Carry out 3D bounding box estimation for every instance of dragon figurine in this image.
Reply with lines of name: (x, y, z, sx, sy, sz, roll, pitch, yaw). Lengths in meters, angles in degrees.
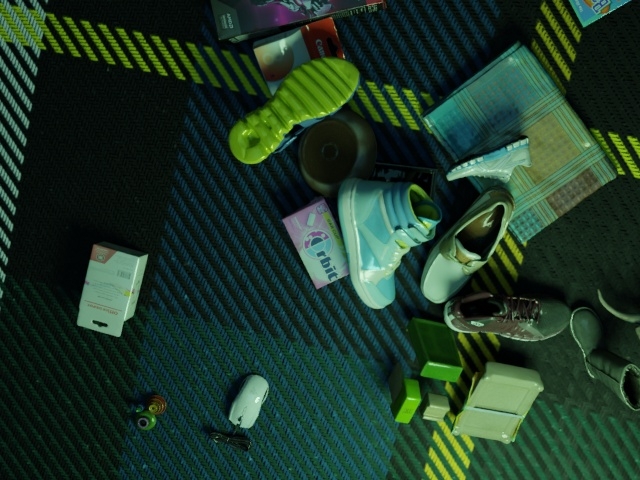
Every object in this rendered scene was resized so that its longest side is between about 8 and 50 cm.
dragon figurine: (0.748, 0.179, 1.650, 0.289, 0.144, 0.085, 16, 101, 23)

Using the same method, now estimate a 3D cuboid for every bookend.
bookend: (0.172, -0.094, 1.675, 0.157, 0.072, 0.156, 8, 99, 5)

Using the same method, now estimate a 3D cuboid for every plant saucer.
plant saucer: (0.026, -0.194, 1.655, 0.199, 0.036, 0.198, 1, 91, 30)

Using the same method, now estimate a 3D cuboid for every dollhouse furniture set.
dollhouse furniture set: (0.324, 0.322, 1.721, 0.302, 0.151, 0.197, 13, 120, -14)

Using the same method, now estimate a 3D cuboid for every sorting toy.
sorting toy: (-0.416, 0.415, 1.813, 0.061, 0.042, 0.102, 35, 100, 0)

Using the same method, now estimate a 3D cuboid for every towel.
towel: (0.436, -0.213, 1.651, 0.271, 0.040, 0.370, -37, 93, 10)

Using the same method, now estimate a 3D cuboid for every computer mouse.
computer mouse: (-0.185, 0.409, 1.791, 0.106, 0.042, 0.192, 23, 99, 3)

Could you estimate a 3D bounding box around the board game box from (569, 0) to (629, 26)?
board game box: (0.597, -0.559, 1.535, 0.210, 0.047, 0.160, -27, 95, 41)

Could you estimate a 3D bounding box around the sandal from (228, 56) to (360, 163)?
sandal: (-0.054, -0.284, 1.633, 0.317, 0.138, 0.126, -31, 89, 11)

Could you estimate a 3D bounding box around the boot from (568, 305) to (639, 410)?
boot: (0.609, 0.245, 1.609, 0.076, 0.208, 0.189, -24, 95, 7)

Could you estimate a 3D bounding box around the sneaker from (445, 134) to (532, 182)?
sneaker: (0.364, -0.154, 1.616, 0.191, 0.071, 0.082, -20, 103, 8)

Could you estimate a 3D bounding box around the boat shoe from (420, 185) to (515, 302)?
boat shoe: (0.312, 0.017, 1.647, 0.113, 0.103, 0.302, 31, 109, 3)

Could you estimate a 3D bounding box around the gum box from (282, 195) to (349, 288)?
gum box: (0.000, 0.000, 1.708, 0.107, 0.062, 0.188, -26, 95, 8)

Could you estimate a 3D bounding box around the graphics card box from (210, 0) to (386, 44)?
graphics card box: (-0.061, -0.577, 1.622, 0.371, 0.094, 0.232, -10, 97, 8)

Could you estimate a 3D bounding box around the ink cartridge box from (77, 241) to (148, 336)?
ink cartridge box: (-0.488, 0.114, 1.768, 0.115, 0.067, 0.198, 16, 97, 3)

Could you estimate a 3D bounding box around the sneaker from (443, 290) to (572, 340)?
sneaker: (0.414, 0.159, 1.628, 0.282, 0.162, 0.106, -2, 77, 3)

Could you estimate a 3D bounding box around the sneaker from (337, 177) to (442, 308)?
sneaker: (0.166, 0.014, 1.608, 0.208, 0.127, 0.318, -1, 123, 25)

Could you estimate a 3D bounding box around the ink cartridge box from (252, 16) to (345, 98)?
ink cartridge box: (-0.039, -0.386, 1.638, 0.179, 0.045, 0.145, -15, 128, 10)
